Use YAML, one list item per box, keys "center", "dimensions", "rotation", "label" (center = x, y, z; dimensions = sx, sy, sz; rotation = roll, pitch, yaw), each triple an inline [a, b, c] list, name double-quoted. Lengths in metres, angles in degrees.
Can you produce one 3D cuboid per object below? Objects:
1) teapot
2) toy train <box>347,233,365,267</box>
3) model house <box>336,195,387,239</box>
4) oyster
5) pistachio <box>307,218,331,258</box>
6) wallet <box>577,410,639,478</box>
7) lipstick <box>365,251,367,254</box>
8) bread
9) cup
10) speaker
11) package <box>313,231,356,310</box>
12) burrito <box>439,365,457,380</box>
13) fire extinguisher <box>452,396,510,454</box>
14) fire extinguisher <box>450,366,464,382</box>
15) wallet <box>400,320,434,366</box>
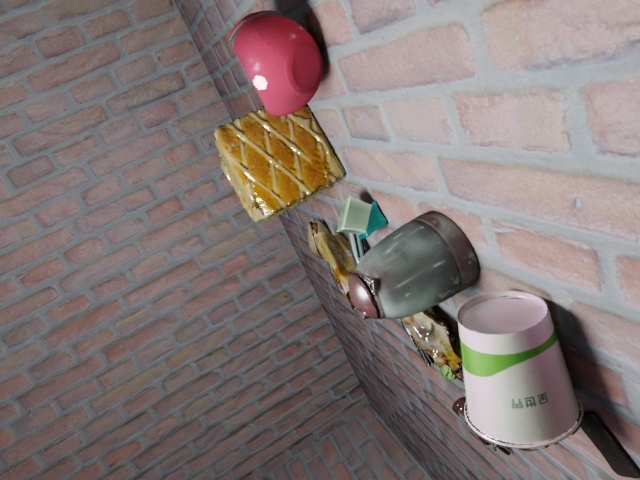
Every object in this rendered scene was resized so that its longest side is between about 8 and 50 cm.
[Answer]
- center: [0.219, 0.107, 1.239]
  dimensions: [0.233, 0.313, 0.314]
  rotation: [57, 167, 23]
  label: "teapot"
- center: [0.150, 0.066, 1.808]
  dimensions: [0.055, 0.048, 0.251]
  rotation: [136, 124, -73]
  label: "toy train"
- center: [0.145, -0.073, 1.555]
  dimensions: [0.100, 0.149, 0.126]
  rotation: [148, 136, -79]
  label: "model house"
- center: [0.359, 0.285, 1.542]
  dimensions: [0.361, 0.096, 0.221]
  rotation: [44, 147, 44]
  label: "oyster"
- center: [0.000, 0.000, 2.261]
  dimensions: [0.152, 0.127, 0.223]
  rotation: [-74, -32, -55]
  label: "pistachio"
- center: [0.647, 0.461, 1.027]
  dimensions: [0.156, 0.018, 0.082]
  rotation: [56, 166, 16]
  label: "wallet"
- center: [0.202, 0.097, 1.842]
  dimensions: [0.274, 0.061, 0.068]
  rotation: [53, 167, 49]
  label: "lipstick"
- center: [-0.166, -0.293, 1.702]
  dimensions: [0.389, 0.371, 0.279]
  rotation: [59, 168, 5]
  label: "bread"
- center: [0.424, 0.273, 1.007]
  dimensions: [0.253, 0.253, 0.273]
  rotation: [28, 139, 67]
  label: "cup"
- center: [-0.137, -0.521, 1.330]
  dimensions: [0.294, 0.295, 0.294]
  rotation: [55, 166, 21]
  label: "speaker"
- center: [0.122, 0.108, 1.948]
  dimensions: [0.311, 0.165, 0.221]
  rotation: [58, 175, 34]
  label: "package"
- center: [0.429, 0.391, 1.641]
  dimensions: [0.287, 0.054, 0.104]
  rotation: [63, 165, -4]
  label: "burrito"
- center: [0.586, 0.675, 1.637]
  dimensions: [0.099, 0.071, 0.231]
  rotation: [34, -173, -43]
  label: "fire extinguisher"
- center: [0.499, 0.470, 1.544]
  dimensions: [0.039, 0.056, 0.132]
  rotation: [37, 180, -22]
  label: "fire extinguisher"
- center: [0.336, 0.322, 1.709]
  dimensions: [0.316, 0.044, 0.169]
  rotation: [63, -171, 14]
  label: "wallet"
